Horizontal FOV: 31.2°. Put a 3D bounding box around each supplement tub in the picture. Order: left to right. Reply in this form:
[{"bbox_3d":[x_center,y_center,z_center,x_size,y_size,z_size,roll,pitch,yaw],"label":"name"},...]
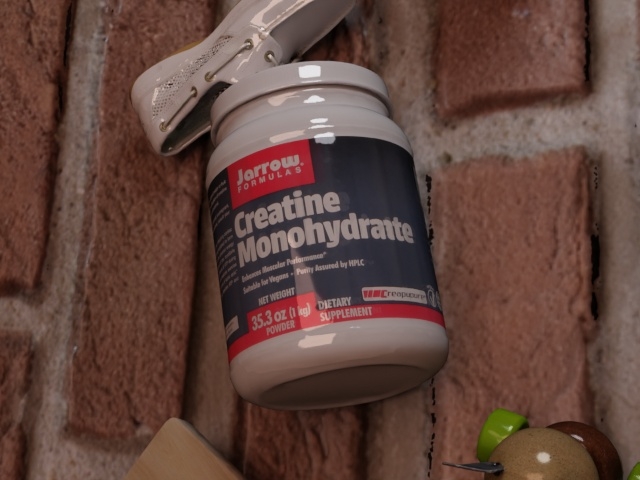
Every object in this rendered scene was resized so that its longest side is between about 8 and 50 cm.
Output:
[{"bbox_3d":[0.000,0.000,1.018,0.191,0.191,0.272,-17,69,20],"label":"supplement tub"}]

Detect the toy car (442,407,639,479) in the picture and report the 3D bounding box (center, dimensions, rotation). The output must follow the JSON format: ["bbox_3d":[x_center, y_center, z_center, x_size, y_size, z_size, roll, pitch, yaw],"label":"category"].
[{"bbox_3d":[0.166,0.204,0.882,0.155,0.188,0.149,18,83,28],"label":"toy car"}]

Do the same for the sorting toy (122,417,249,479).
[{"bbox_3d":[-0.105,0.340,1.024,0.257,0.089,0.255,38,93,28],"label":"sorting toy"}]

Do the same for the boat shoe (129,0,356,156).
[{"bbox_3d":[-0.068,-0.174,1.158,0.277,0.098,0.096,-32,64,24],"label":"boat shoe"}]
